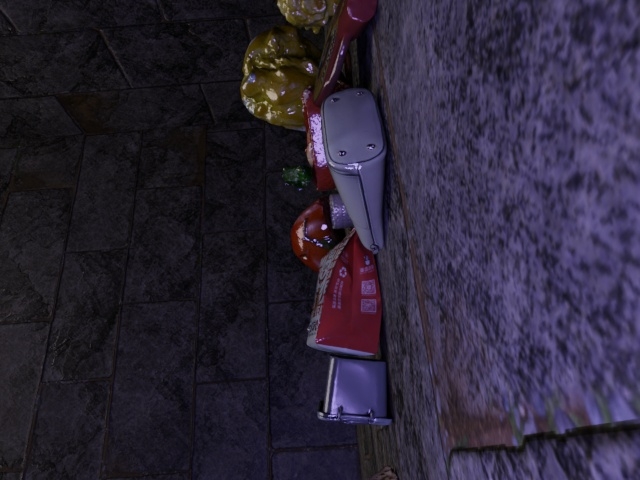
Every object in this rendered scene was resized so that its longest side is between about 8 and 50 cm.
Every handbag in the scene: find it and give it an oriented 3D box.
[{"bbox_3d":[0.090,-0.118,0.909,0.315,0.110,0.241,62,-160,-53],"label":"handbag"},{"bbox_3d":[0.070,0.114,1.101,0.171,0.151,0.297,122,160,-73],"label":"handbag"}]

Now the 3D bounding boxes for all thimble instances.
[{"bbox_3d":[0.076,-0.090,1.406,0.115,0.090,0.102,89,173,-67],"label":"thimble"}]

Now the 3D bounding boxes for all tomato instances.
[{"bbox_3d":[-0.005,0.002,1.568,0.309,0.170,0.308,-16,-90,-81],"label":"tomato"}]

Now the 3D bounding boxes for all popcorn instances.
[{"bbox_3d":[-0.024,-0.737,1.389,0.235,0.217,0.181,50,-168,-41],"label":"popcorn"}]

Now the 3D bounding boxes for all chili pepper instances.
[{"bbox_3d":[-0.060,-0.177,1.257,0.227,0.088,0.059,-162,92,-83],"label":"chili pepper"}]

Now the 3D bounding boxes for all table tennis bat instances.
[{"bbox_3d":[0.042,-0.411,0.956,0.414,0.051,0.267,-129,54,-78],"label":"table tennis bat"}]

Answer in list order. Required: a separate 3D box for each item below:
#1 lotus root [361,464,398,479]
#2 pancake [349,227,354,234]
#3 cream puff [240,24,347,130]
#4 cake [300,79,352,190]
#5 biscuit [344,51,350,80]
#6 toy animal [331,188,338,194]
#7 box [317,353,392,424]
[{"bbox_3d":[0.123,0.548,0.949,0.159,0.096,0.135,62,-160,-75],"label":"lotus root"},{"bbox_3d":[0.116,-0.017,1.703,0.199,0.021,0.199,-5,-90,-88],"label":"pancake"},{"bbox_3d":[-0.082,-0.501,1.433,0.378,0.379,0.275,-94,16,-65],"label":"cream puff"},{"bbox_3d":[0.029,-0.268,1.222,0.177,0.151,0.282,-80,-16,-76],"label":"cake"},{"bbox_3d":[0.079,-0.509,1.380,0.091,0.015,0.078,65,-159,-89],"label":"biscuit"},{"bbox_3d":[0.066,-0.210,1.485,0.245,0.115,0.146,50,-144,-51],"label":"toy animal"},{"bbox_3d":[0.079,0.338,1.089,0.243,0.164,0.134,81,-166,-77],"label":"box"}]
